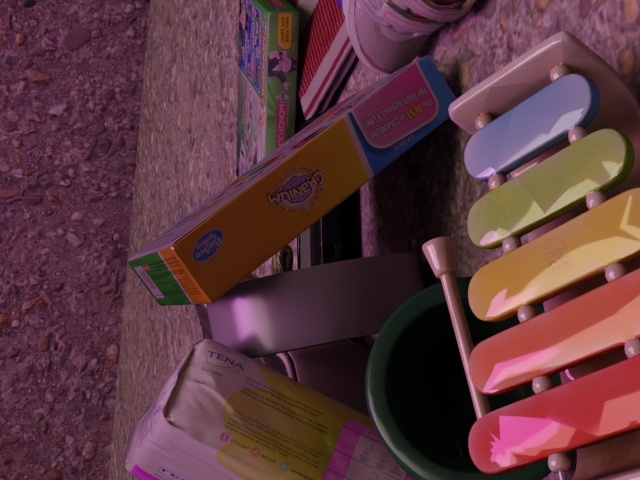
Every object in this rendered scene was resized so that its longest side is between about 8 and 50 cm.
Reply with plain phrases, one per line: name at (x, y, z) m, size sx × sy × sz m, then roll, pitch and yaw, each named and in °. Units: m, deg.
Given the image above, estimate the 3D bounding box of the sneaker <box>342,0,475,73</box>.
sneaker at (0.095, -0.248, 0.903) m, size 0.252 × 0.102 × 0.111 m, roll 111°, pitch 151°, yaw -48°

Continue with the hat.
hat at (0.143, 0.137, 0.826) m, size 0.208 × 0.173 × 0.183 m, roll 52°, pitch -177°, yaw 32°

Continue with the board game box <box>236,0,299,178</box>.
board game box at (-0.082, -0.199, 1.387) m, size 0.213 × 0.046 × 0.318 m, roll -121°, pitch 31°, yaw -59°

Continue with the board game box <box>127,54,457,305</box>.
board game box at (-0.036, -0.054, 0.974) m, size 0.064 × 0.316 × 0.242 m, roll 54°, pitch 162°, yaw -9°

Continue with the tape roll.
tape roll at (-0.003, 0.070, 0.954) m, size 0.219 × 0.219 × 0.072 m, roll 154°, pitch 105°, yaw -67°

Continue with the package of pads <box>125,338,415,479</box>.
package of pads at (-0.032, 0.225, 0.925) m, size 0.101 × 0.296 × 0.229 m, roll -67°, pitch 8°, yaw -31°

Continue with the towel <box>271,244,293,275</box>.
towel at (-0.048, 0.083, 1.227) m, size 0.110 × 0.027 × 0.148 m, roll 112°, pitch 155°, yaw -76°

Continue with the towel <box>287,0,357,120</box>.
towel at (0.005, -0.354, 1.259) m, size 0.237 × 0.037 × 0.329 m, roll 124°, pitch 141°, yaw -52°

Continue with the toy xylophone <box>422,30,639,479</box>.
toy xylophone at (0.157, 0.036, 0.653) m, size 0.236 × 0.081 × 0.323 m, roll -41°, pitch 50°, yaw 37°

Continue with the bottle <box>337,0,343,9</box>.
bottle at (0.052, -0.392, 1.045) m, size 0.118 × 0.092 × 0.283 m, roll 129°, pitch 139°, yaw -64°

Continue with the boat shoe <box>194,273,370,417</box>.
boat shoe at (-0.029, 0.152, 1.094) m, size 0.335 × 0.112 × 0.096 m, roll 38°, pitch 136°, yaw 35°

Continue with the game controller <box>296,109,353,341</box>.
game controller at (0.000, 0.000, 1.217) m, size 0.166 × 0.067 × 0.319 m, roll 121°, pitch 149°, yaw -78°
